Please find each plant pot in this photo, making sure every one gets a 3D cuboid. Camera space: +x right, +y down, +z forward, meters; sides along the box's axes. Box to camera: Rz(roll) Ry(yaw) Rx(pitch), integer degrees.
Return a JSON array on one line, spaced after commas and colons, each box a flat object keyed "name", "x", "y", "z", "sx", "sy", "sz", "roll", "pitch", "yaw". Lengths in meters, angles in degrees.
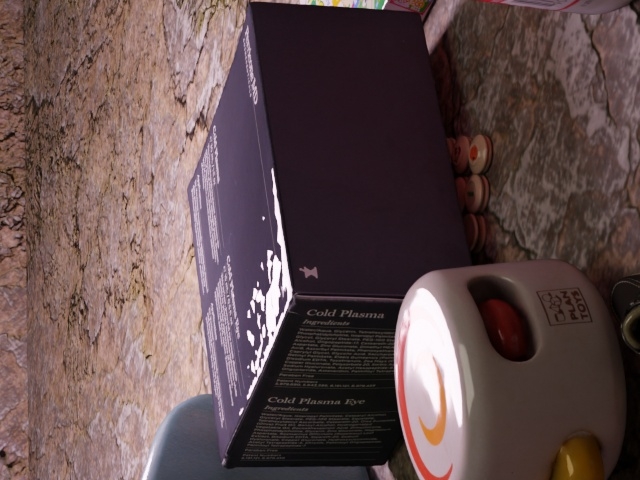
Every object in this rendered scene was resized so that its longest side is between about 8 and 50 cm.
[{"name": "plant pot", "x": -0.084, "y": 0.298, "z": 1.985, "sx": 0.252, "sy": 0.248, "sz": 0.247, "roll": -87, "pitch": 13, "yaw": -56}]

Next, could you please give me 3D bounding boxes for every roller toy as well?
[{"name": "roller toy", "x": 0.153, "y": 0.113, "z": 1.507, "sx": 0.209, "sy": 0.146, "sz": 0.191, "roll": -169, "pitch": 73, "yaw": -74}]

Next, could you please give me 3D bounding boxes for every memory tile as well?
[{"name": "memory tile", "x": 0.123, "y": -0.043, "z": 1.813, "sx": 0.148, "sy": 0.012, "sz": 0.113, "roll": -176, "pitch": 91, "yaw": -69}]

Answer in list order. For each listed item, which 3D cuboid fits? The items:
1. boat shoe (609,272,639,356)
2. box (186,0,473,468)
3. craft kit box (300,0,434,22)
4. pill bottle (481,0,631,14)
[{"name": "boat shoe", "x": 0.245, "y": 0.060, "z": 1.409, "sx": 0.152, "sy": 0.049, "sz": 0.056, "roll": -137, "pitch": 55, "yaw": -65}, {"name": "box", "x": 0.000, "y": 0.000, "z": 1.866, "sx": 0.312, "sy": 0.179, "sz": 0.343, "roll": 113, "pitch": 153, "yaw": -53}, {"name": "craft kit box", "x": 0.048, "y": -0.290, "z": 2.014, "sx": 0.246, "sy": 0.061, "sz": 0.250, "roll": 114, "pitch": 153, "yaw": -47}, {"name": "pill bottle", "x": 0.060, "y": -0.308, "z": 1.475, "sx": 0.229, "sy": 0.408, "sz": 0.229, "roll": -175, "pitch": 90, "yaw": -69}]
